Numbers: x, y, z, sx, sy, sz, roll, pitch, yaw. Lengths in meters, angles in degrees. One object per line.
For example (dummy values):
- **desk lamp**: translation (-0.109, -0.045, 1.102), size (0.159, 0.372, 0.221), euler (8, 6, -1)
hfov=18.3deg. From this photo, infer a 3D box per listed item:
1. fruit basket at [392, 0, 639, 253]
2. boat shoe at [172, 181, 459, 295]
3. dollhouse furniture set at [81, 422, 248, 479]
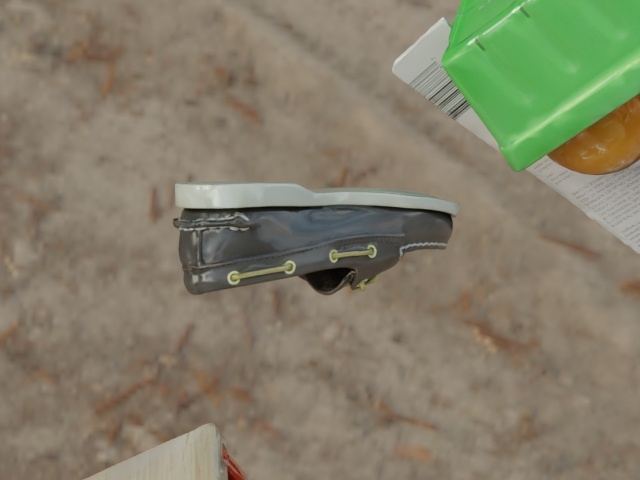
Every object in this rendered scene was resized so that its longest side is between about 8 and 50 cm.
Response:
- **fruit basket**: translation (0.287, -0.124, 1.554), size (0.353, 0.327, 0.165), euler (30, 49, -23)
- **boat shoe**: translation (0.000, 0.000, 1.241), size (0.227, 0.069, 0.081), euler (1, 0, -44)
- **dollhouse furniture set**: translation (0.003, 0.201, 0.702), size (0.262, 0.259, 0.135), euler (-25, 35, 16)
